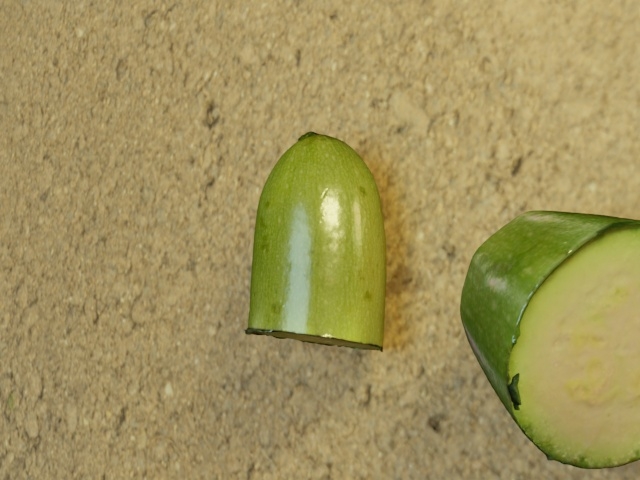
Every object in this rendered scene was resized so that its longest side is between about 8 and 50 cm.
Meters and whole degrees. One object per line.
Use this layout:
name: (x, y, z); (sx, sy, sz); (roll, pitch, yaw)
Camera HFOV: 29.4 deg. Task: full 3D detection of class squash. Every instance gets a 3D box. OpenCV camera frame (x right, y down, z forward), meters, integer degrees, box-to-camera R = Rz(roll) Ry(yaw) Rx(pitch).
squash: (0.171, 0.054, 0.816); (0.123, 0.170, 0.170); (34, 112, 56)
squash: (0.000, 0.000, 1.034); (0.123, 0.123, 0.187); (-8, 76, 47)
